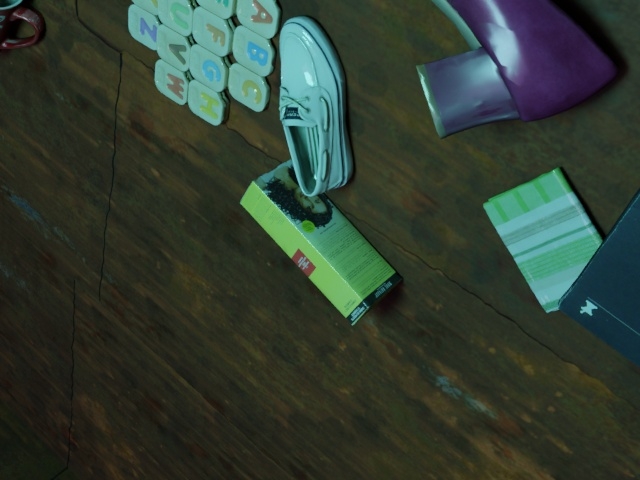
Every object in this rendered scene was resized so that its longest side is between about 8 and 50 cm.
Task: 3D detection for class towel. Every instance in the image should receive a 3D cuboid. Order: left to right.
[{"bbox_3d":[0.264,0.001,0.900,0.113,0.023,0.152,-27,94,47],"label":"towel"}]

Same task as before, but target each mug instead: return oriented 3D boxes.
[{"bbox_3d":[-0.562,-0.376,1.352,0.150,0.113,0.169,56,143,1],"label":"mug"}]

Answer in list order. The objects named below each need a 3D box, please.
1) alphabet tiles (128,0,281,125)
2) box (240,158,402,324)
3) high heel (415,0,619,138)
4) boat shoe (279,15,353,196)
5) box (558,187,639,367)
[{"bbox_3d":[-0.172,-0.303,1.101,0.278,0.021,0.284,34,135,22],"label":"alphabet tiles"},{"bbox_3d":[0.000,0.000,1.095,0.232,0.087,0.058,47,139,7],"label":"box"},{"bbox_3d":[0.151,-0.297,0.775,0.181,0.127,0.377,-16,100,12],"label":"high heel"},{"bbox_3d":[-0.012,-0.163,1.003,0.083,0.075,0.226,2,118,42],"label":"boat shoe"},{"bbox_3d":[0.430,0.016,0.631,0.343,0.179,0.313,39,136,18],"label":"box"}]
